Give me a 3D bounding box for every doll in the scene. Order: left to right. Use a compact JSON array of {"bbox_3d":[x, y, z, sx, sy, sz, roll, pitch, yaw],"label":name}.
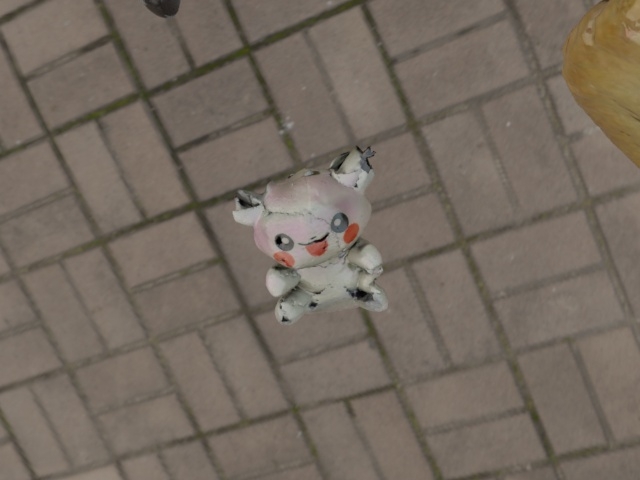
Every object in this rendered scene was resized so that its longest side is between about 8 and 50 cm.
[{"bbox_3d":[0.000,0.000,1.092,0.149,0.095,0.192,-12,129,5],"label":"doll"}]

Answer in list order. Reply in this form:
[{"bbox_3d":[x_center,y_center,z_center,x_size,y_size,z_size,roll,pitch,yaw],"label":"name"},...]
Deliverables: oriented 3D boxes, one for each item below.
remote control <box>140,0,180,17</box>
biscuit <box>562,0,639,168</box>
[{"bbox_3d":[-0.231,-0.368,1.269,0.066,0.090,0.266,6,147,19],"label":"remote control"},{"bbox_3d":[0.455,-0.116,1.067,0.429,0.446,0.104,14,77,47],"label":"biscuit"}]
